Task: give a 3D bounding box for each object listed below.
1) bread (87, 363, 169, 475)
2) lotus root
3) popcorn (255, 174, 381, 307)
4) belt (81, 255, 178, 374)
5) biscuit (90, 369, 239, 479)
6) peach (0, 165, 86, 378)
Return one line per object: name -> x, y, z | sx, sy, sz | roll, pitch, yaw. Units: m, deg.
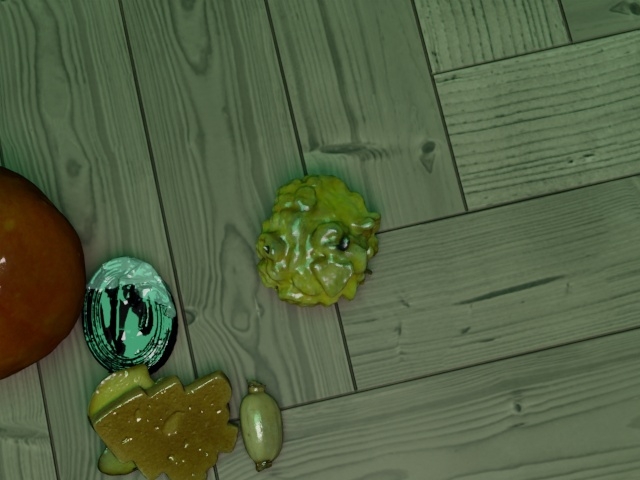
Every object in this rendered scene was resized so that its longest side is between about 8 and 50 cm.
bread -> -0.309, 0.278, 1.671 | 0.149, 0.065, 0.188 | 22, 99, -32
lotus root -> -0.093, 0.291, 1.686 | 0.073, 0.062, 0.150 | 0, 79, -44
popcorn -> -0.001, 0.003, 1.690 | 0.189, 0.169, 0.218 | 19, 84, 4
belt -> -0.306, 0.123, 1.718 | 0.151, 0.078, 0.198 | -9, 78, 1
biscuit -> -0.240, 0.292, 1.649 | 0.238, 0.041, 0.212 | 12, 105, -23
peach -> -0.536, 0.052, 1.613 | 0.342, 0.302, 0.343 | -1, 76, 5
